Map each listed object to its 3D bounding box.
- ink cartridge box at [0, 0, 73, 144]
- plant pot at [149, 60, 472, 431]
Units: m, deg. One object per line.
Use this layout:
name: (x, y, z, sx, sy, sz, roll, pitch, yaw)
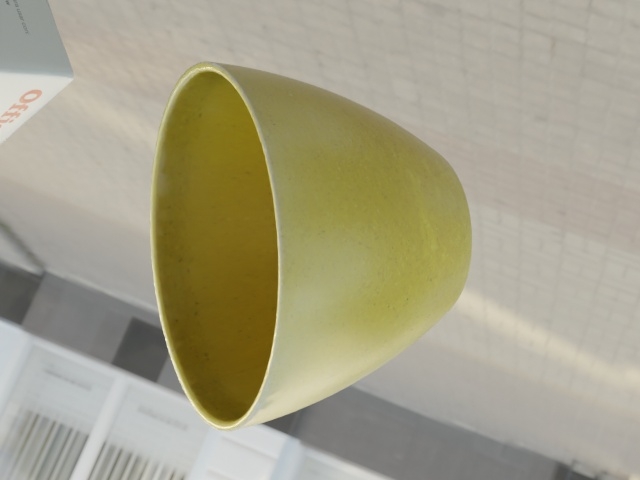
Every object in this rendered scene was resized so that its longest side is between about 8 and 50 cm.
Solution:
ink cartridge box: (-0.260, -0.089, 0.594, 0.153, 0.087, 0.208, -31, 166, 36)
plant pot: (0.000, 0.000, 0.433, 0.095, 0.134, 0.134, -3, 180, -26)
